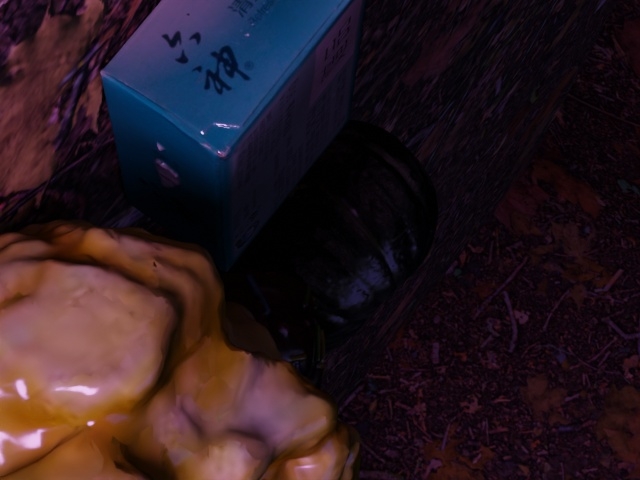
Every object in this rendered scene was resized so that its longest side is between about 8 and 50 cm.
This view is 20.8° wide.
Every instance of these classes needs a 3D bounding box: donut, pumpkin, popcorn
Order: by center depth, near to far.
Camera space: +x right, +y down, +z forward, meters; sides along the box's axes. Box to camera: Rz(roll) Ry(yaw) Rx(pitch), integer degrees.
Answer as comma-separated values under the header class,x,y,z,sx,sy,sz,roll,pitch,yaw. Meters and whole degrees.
class,x,y,z,sx,sy,sz,roll,pitch,yaw
popcorn,-0.132,0.144,1.014,0.292,0.334,0.293,-34,-147,-3
donut,-0.099,0.117,1.373,0.235,0.089,0.235,-21,150,-13
pumpkin,0.000,0.000,1.520,0.220,0.162,0.220,-42,174,-6

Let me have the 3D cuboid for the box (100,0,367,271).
class,x,y,z,sx,sy,sz,roll,pitch,yaw
box,-0.053,-0.092,1.120,0.153,0.092,0.245,-52,172,-16
